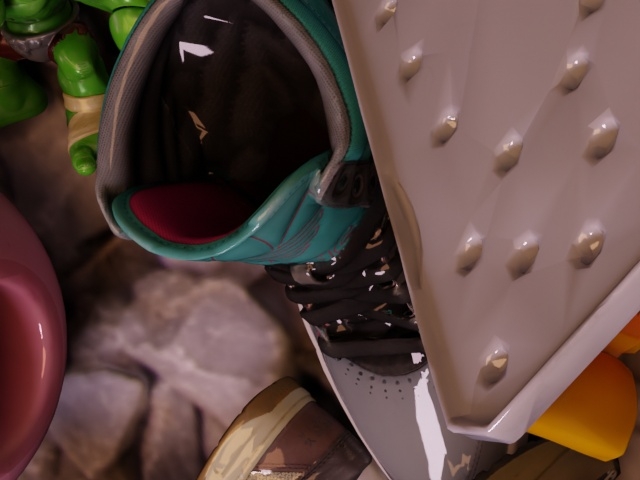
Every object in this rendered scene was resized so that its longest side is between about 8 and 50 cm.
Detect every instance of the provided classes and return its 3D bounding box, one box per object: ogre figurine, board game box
[{"bbox_3d":[-0.145,-0.104,0.779,0.197,0.097,0.118,19,131,37],"label":"ogre figurine"},{"bbox_3d":[0.134,-0.191,0.480,0.050,0.390,0.390,23,122,-25],"label":"board game box"}]

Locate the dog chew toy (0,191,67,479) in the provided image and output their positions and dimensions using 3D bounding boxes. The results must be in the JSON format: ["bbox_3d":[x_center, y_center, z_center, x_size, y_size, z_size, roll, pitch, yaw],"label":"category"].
[{"bbox_3d":[-0.295,0.042,0.837,0.332,0.206,0.207,8,108,31],"label":"dog chew toy"}]

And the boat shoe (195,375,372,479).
[{"bbox_3d":[-0.045,0.175,0.814,0.073,0.080,0.223,34,113,20],"label":"boat shoe"}]

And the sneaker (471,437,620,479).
[{"bbox_3d":[0.072,0.283,0.675,0.182,0.158,0.410,19,77,19],"label":"sneaker"}]

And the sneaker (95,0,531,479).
[{"bbox_3d":[0.000,0.000,0.682,0.123,0.178,0.295,-15,98,29],"label":"sneaker"}]
